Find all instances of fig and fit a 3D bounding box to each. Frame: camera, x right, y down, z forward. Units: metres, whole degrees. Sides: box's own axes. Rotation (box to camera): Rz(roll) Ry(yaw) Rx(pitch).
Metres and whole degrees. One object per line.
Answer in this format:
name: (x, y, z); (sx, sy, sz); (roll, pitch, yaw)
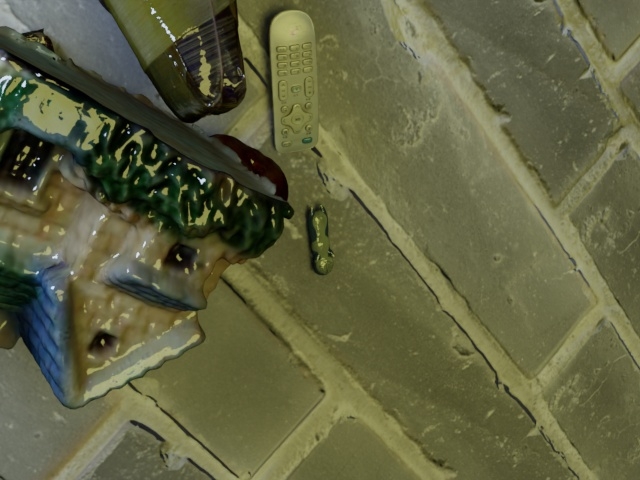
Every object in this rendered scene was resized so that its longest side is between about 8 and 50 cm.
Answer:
fig: (-0.174, -0.024, 1.681); (0.170, 0.145, 0.274); (34, 101, -35)

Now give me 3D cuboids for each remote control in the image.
remote control: (-0.044, -0.243, 1.734); (0.073, 0.044, 0.229); (-12, 121, -16)

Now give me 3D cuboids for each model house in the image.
model house: (-0.348, -0.014, 1.400); (0.445, 0.395, 0.400); (26, 100, -37)

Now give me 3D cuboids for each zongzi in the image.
zongzi: (-0.133, -0.336, 1.534); (0.317, 0.154, 0.289); (-34, 98, -33)

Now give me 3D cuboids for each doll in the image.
doll: (0.000, 0.000, 1.855); (0.037, 0.027, 0.125); (-16, 115, -19)

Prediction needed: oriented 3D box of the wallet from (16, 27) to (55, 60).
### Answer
wallet: (-0.456, -0.196, 1.493); (0.232, 0.031, 0.122); (-21, 119, -25)

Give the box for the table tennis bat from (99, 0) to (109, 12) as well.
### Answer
table tennis bat: (-0.258, -0.340, 1.579); (0.095, 0.014, 0.158); (-40, 122, -16)
